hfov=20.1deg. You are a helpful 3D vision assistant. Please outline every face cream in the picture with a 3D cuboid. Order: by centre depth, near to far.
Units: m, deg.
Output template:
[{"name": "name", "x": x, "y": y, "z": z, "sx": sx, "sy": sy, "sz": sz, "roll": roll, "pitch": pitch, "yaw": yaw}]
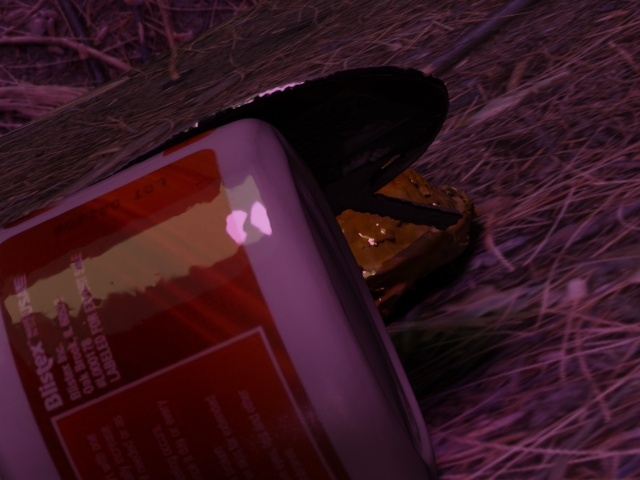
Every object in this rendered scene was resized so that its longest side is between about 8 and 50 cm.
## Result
[{"name": "face cream", "x": -0.066, "y": 0.067, "z": 0.814, "sx": 0.187, "sy": 0.201, "sz": 0.201, "roll": -24, "pitch": 15, "yaw": 5}]

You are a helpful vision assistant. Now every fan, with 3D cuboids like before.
[{"name": "fan", "x": -0.034, "y": -0.017, "z": 0.956, "sx": 0.223, "sy": 0.012, "sz": 0.294, "roll": -20, "pitch": -17, "yaw": 0}]

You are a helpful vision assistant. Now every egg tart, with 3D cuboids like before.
[{"name": "egg tart", "x": 0.000, "y": -0.001, "z": 1.162, "sx": 0.213, "sy": 0.090, "sz": 0.212, "roll": -20, "pitch": 14, "yaw": 5}]
